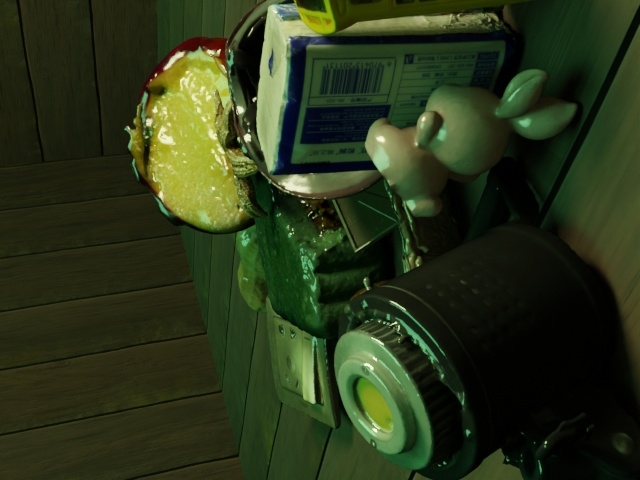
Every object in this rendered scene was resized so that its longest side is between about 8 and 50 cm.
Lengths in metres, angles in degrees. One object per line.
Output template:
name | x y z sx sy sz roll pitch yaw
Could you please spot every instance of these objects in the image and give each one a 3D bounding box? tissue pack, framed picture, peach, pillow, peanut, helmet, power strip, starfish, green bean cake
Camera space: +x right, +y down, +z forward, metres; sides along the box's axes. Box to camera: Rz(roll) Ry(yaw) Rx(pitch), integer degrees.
tissue pack | 0.067 -0.186 0.966 0.209 0.269 0.137 101 159 -53
framed picture | 0.076 -0.063 1.300 0.011 0.109 0.149 36 -155 -48
peach | -0.209 -0.212 1.735 0.353 0.339 0.417 43 -141 -48
pillow | 0.149 0.021 1.061 0.043 0.126 0.233 -23 72 40
peanut | -0.143 0.060 2.011 0.130 0.130 0.290 -116 22 -44
helmet | 0.011 -0.201 1.207 0.197 0.270 0.338 41 -155 -75
power strip | -0.021 0.248 1.752 0.251 0.092 0.257 15 111 62
starfish | -0.137 -0.149 1.378 0.277 0.062 0.236 -172 65 -81
green bean cake | 0.000 0.000 1.446 0.308 0.169 0.300 -160 61 -70

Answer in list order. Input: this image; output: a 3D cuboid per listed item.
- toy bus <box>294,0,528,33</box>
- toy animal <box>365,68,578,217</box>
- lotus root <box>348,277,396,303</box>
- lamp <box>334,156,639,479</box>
toy bus | 0.069 -0.293 0.809 0.144 0.330 0.152 -134 37 -63
toy animal | 0.161 -0.120 0.873 0.124 0.212 0.124 51 -159 -28
lotus root | 0.112 0.122 1.173 0.260 0.145 0.129 -147 54 -68
lamp | 0.145 0.105 0.846 0.205 0.272 0.374 103 153 -46
